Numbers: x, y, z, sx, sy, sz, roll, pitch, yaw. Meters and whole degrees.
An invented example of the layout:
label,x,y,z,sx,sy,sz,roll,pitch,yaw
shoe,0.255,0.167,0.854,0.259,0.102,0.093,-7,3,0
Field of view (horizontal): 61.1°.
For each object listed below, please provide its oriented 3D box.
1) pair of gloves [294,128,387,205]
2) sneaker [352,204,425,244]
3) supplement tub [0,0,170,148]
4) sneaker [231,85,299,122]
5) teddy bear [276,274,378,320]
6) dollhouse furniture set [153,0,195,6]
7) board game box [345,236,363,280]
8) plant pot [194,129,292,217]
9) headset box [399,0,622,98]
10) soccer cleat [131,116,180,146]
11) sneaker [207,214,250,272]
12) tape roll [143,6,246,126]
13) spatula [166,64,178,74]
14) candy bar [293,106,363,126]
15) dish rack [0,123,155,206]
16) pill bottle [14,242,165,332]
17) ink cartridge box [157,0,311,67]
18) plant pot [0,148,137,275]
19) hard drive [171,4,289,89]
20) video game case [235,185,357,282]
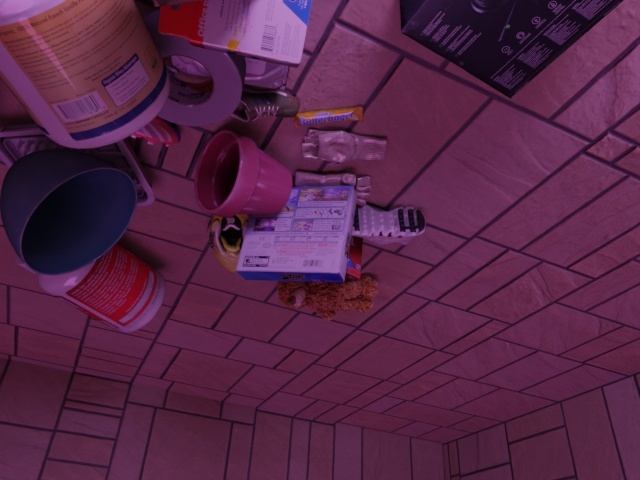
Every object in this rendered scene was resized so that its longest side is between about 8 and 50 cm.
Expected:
label,x,y,z,sx,sy,sz,roll,pitch,yaw
pair of gloves,0.045,-0.178,1.343,0.203,0.042,0.240,9,144,-8
sneaker,0.134,-0.038,1.488,0.291,0.110,0.118,8,154,-6
supplement tub,-0.382,-0.318,0.790,0.228,0.229,0.316,-4,142,11
sneaker,-0.142,-0.283,1.169,0.191,0.086,0.064,12,144,-12
teddy bear,0.024,0.180,1.794,0.337,0.113,0.245,17,141,-18
dollhouse furniture set,-0.173,-0.515,0.651,0.361,0.256,0.395,-12,110,-8
board game box,0.000,0.000,1.508,0.281,0.145,0.027,24,144,-27
plant pot,-0.175,-0.143,1.298,0.180,0.202,0.201,14,147,-42
headset box,0.299,-0.416,0.905,0.282,0.131,0.246,20,142,-22
soccer cleat,-0.419,-0.281,1.204,0.247,0.083,0.095,15,105,-35
sneaker,-0.258,-0.004,1.524,0.145,0.147,0.385,3,146,-2
tape roll,-0.252,-0.322,1.023,0.218,0.072,0.219,2,144,1
spatula,-0.412,-0.352,1.101,0.241,0.019,0.168,20,157,-13
candy bar,0.017,-0.278,1.223,0.161,0.018,0.040,-4,144,9
dish rack,-0.600,-0.193,1.350,0.332,0.073,0.286,-2,145,8
pill bottle,-0.684,0.099,1.635,0.228,0.229,0.408,-15,141,25
ink cartridge box,-0.135,-0.375,0.884,0.230,0.078,0.134,10,102,-8
plant pot,-0.599,-0.094,1.234,0.195,0.290,0.290,38,149,17
hard drive,-0.154,-0.436,0.976,0.236,0.064,0.339,9,144,-8
video game case,-0.055,-0.018,1.356,0.269,0.245,0.061,0,151,19
